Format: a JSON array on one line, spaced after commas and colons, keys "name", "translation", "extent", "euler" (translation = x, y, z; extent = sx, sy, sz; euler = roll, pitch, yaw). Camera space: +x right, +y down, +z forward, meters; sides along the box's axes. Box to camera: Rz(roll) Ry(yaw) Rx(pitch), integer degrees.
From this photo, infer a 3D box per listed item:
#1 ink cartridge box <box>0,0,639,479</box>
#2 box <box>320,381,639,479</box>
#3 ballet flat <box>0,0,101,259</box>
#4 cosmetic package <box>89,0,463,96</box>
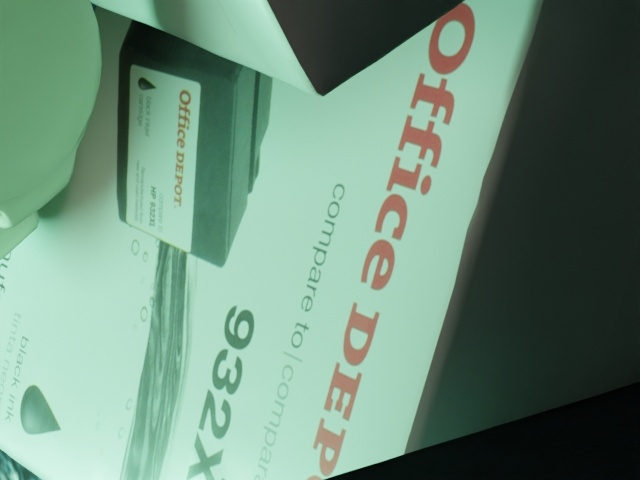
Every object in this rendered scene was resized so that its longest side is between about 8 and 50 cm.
[{"name": "ink cartridge box", "translation": [0.000, 0.000, 0.692], "extent": [0.307, 0.129, 0.223], "euler": [22, 97, 54]}, {"name": "box", "translation": [0.054, 0.316, 0.440], "extent": [0.297, 0.479, 0.472], "euler": [21, 120, 56]}, {"name": "ballet flat", "translation": [-0.160, -0.062, 0.638], "extent": [0.182, 0.164, 0.483], "euler": [37, 162, -3]}, {"name": "cosmetic package", "translation": [-0.073, -0.203, 0.620], "extent": [0.385, 0.156, 0.217], "euler": [29, 150, 59]}]
